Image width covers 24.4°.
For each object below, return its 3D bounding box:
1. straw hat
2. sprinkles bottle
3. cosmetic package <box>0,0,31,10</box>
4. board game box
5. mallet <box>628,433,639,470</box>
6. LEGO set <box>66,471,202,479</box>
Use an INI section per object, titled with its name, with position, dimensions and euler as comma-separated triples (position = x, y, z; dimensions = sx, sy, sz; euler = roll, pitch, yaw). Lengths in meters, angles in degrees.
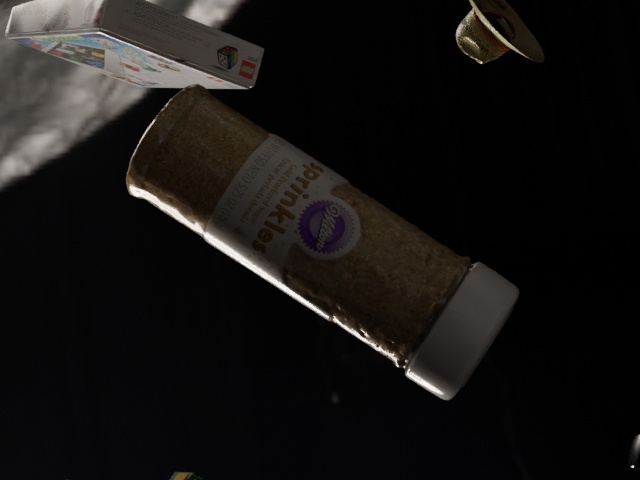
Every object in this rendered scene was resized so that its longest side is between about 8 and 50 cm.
[straw hat]
position = 0.195, -0.244, 1.752
dimensions = 0.061, 0.144, 0.144
euler = -42, 161, 23
[sprinkles bottle]
position = 0.000, 0.000, 1.330
dimensions = 0.355, 0.121, 0.121
euler = 33, -179, 7
[cosmetic package]
position = -0.287, -0.315, 1.469
dimensions = 0.107, 0.127, 0.238
euler = -46, 175, 33
[board game box]
position = -0.221, -0.228, 1.708
dimensions = 0.193, 0.053, 0.305
euler = 19, 176, -31
[mallet]
position = 0.334, 0.289, 1.468
dimensions = 0.062, 0.190, 0.039
euler = 8, 166, -8
[LEGO set]
position = -0.193, 0.399, 1.493
dimensions = 0.254, 0.331, 0.192
euler = 5, -145, 28
